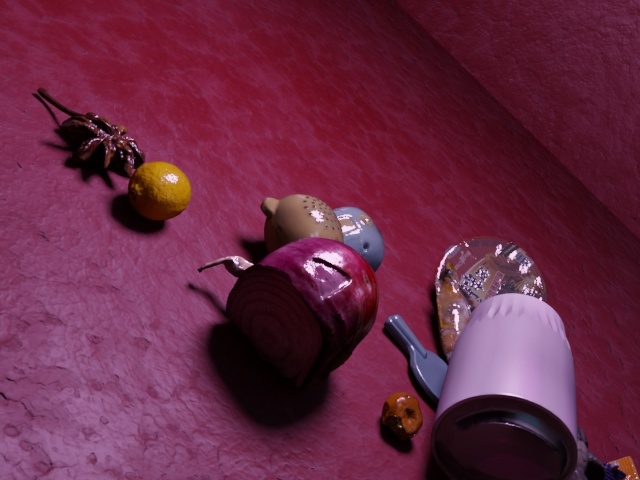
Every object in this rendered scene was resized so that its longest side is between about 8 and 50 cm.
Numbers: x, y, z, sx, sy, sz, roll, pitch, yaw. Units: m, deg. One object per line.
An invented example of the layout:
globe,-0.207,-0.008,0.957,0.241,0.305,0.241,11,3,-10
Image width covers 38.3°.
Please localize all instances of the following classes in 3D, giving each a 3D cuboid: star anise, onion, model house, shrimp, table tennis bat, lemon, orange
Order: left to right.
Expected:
star anise,-0.424,-0.195,1.688,0.234,0.073,0.177,24,23,-16
lemon,-0.291,-0.089,1.656,0.133,0.109,0.109,-9,55,-49
onion,-0.011,0.105,1.595,0.230,0.256,0.272,-24,90,-44
orange,0.147,0.316,1.670,0.086,0.062,0.086,3,84,-31
table tennis bat,0.216,0.251,1.879,0.244,0.040,0.153,51,24,12
shrimp,0.324,0.182,2.022,0.168,0.077,0.317,19,49,-31
model house,0.611,0.498,1.947,0.100,0.100,0.088,31,30,-17

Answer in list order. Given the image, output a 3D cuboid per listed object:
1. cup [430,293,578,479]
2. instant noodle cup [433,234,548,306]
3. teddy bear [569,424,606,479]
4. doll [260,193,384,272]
cup,0.356,0.286,1.742,0.253,0.253,0.371,37,33,-8
instant noodle cup,0.388,0.124,2.156,0.274,0.091,0.274,3,61,-6
teddy bear,0.471,0.461,1.792,0.171,0.144,0.251,39,37,-10
doll,0.000,0.000,1.836,0.260,0.161,0.177,11,42,-47
